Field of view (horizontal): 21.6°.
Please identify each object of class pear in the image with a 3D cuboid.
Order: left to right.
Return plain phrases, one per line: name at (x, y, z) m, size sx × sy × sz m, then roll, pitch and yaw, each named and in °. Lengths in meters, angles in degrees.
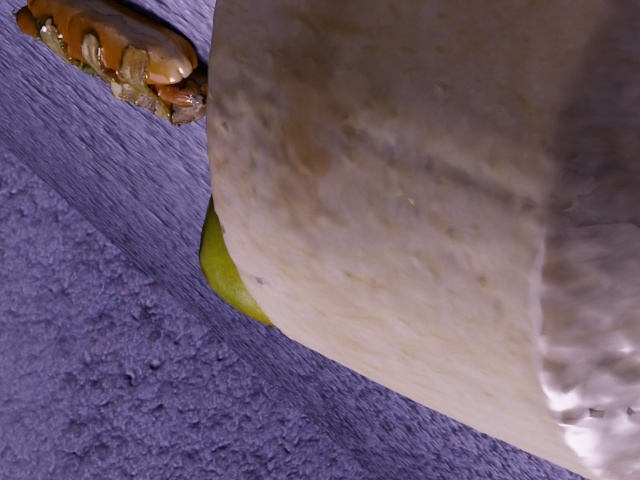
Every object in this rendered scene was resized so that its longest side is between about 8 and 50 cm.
pear at (0.000, 0.000, 1.514) m, size 0.216 × 0.180 × 0.166 m, roll 13°, pitch 137°, yaw -13°

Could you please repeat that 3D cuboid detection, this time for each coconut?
coconut at (0.109, -0.065, 0.626) m, size 0.323 × 0.323 × 0.323 m, roll 36°, pitch 168°, yaw 8°

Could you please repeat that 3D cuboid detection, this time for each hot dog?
hot dog at (-0.202, -0.186, 1.622) m, size 0.269 × 0.072 × 0.109 m, roll 28°, pitch 163°, yaw 34°
